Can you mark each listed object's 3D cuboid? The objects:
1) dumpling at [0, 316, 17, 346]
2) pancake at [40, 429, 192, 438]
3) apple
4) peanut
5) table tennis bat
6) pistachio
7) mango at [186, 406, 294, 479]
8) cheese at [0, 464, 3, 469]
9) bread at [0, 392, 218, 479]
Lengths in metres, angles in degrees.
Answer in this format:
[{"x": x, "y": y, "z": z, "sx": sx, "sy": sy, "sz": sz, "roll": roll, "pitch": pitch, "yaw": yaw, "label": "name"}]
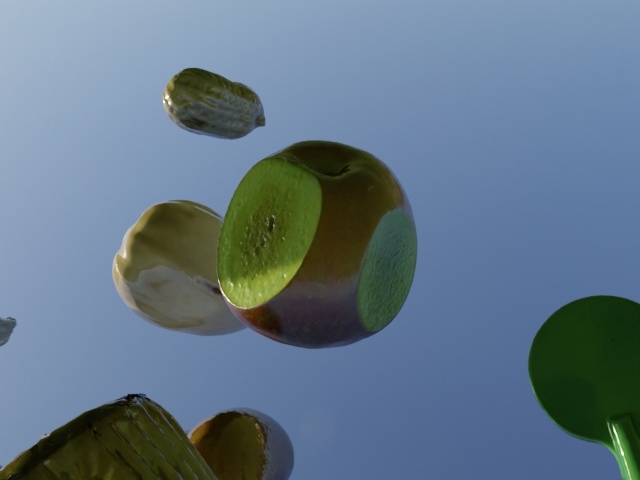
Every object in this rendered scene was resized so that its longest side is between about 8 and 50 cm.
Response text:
[{"x": -0.685, "y": 0.153, "z": 1.188, "sx": 0.258, "sy": 0.193, "sz": 0.147, "roll": -3, "pitch": -121, "yaw": -11, "label": "dumpling"}, {"x": -0.298, "y": 0.325, "z": 1.087, "sx": 0.286, "sy": 0.288, "sz": 0.033, "roll": 0, "pitch": -107, "yaw": 0, "label": "pancake"}, {"x": -0.004, "y": -0.002, "z": 0.519, "sx": 0.146, "sy": 0.147, "sz": 0.163, "roll": 20, "pitch": -162, "yaw": 33, "label": "apple"}, {"x": -0.143, "y": -0.182, "z": 0.904, "sx": 0.093, "sy": 0.083, "sz": 0.194, "roll": 5, "pitch": -178, "yaw": 24, "label": "peanut"}, {"x": 0.315, "y": 0.177, "z": 0.706, "sx": 0.160, "sy": 0.039, "sz": 0.257, "roll": -23, "pitch": -127, "yaw": 23, "label": "table tennis bat"}, {"x": -0.189, "y": 0.054, "z": 1.025, "sx": 0.214, "sy": 0.318, "sz": 0.193, "roll": 28, "pitch": -96, "yaw": 36, "label": "pistachio"}, {"x": -0.114, "y": 0.307, "z": 0.924, "sx": 0.120, "sy": 0.151, "sz": 0.221, "roll": -32, "pitch": 177, "yaw": 23, "label": "mango"}, {"x": -0.362, "y": 0.382, "z": 0.834, "sx": 0.163, "sy": 0.071, "sz": 0.249, "roll": -25, "pitch": -121, "yaw": 4, "label": "cheese"}, {"x": -0.202, "y": 0.242, "z": 0.515, "sx": 0.142, "sy": 0.253, "sz": 0.227, "roll": 46, "pitch": -147, "yaw": 2, "label": "bread"}]
